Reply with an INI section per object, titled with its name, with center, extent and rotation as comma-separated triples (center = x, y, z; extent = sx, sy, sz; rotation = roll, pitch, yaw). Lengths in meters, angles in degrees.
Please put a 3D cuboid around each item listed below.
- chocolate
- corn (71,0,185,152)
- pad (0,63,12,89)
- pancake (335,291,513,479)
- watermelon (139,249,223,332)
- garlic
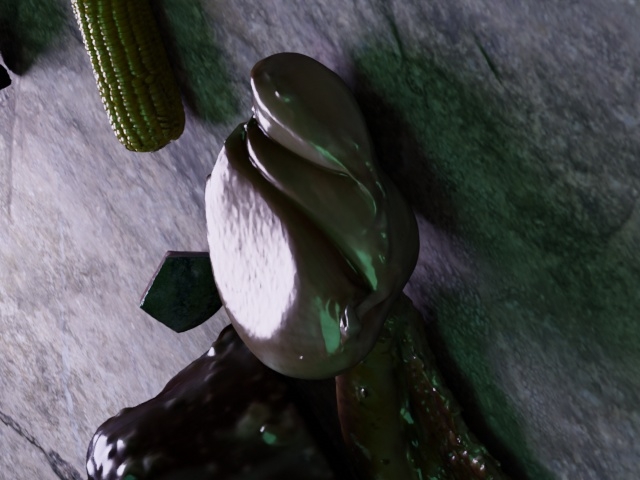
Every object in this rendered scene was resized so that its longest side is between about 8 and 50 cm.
[chocolate]
center = -0.081, 0.255, 1.739
extent = 0.340, 0.210, 0.225
rotation = 55, 163, 32
[corn]
center = -0.169, -0.171, 1.690
extent = 0.072, 0.072, 0.203
rotation = 16, 128, 55
[pad]
center = -0.470, -0.174, 1.909
extent = 0.250, 0.323, 0.055
rotation = 38, 134, 5
[pancake]
center = 0.092, 0.171, 1.571
extent = 0.244, 0.057, 0.266
rotation = 41, 151, 37
[watermelon]
center = -0.132, 0.038, 1.807
extent = 0.072, 0.084, 0.092
rotation = 29, 160, 34
[garlic]
center = 0.000, 0.000, 1.490
extent = 0.217, 0.110, 0.228
rotation = -59, 46, 40
